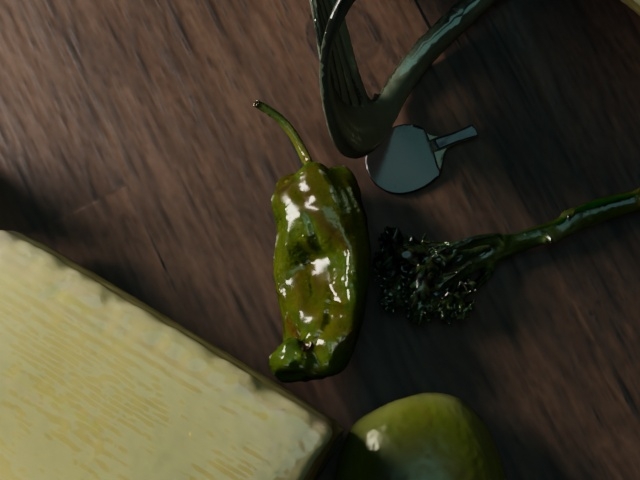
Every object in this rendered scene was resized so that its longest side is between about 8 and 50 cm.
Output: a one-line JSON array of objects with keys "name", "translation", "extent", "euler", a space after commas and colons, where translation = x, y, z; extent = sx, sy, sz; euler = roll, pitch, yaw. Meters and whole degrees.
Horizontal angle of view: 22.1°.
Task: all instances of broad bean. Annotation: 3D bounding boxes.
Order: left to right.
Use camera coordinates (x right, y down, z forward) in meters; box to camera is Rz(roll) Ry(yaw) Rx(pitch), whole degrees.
[{"name": "broad bean", "translation": [0.072, 0.193, 1.102], "extent": [0.124, 0.082, 0.174], "euler": [-20, 69, -1]}]

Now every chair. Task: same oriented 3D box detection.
[{"name": "chair", "translation": [0.023, -0.221, 1.123], "extent": [0.190, 0.203, 0.274], "euler": [-35, 71, 8]}]

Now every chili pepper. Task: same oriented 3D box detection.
[{"name": "chili pepper", "translation": [0.001, -0.001, 1.139], "extent": [0.072, 0.073, 0.204], "euler": [-14, 65, 34]}]

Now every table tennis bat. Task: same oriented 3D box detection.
[{"name": "table tennis bat", "translation": [0.073, -0.064, 1.180], "extent": [0.083, 0.007, 0.050], "euler": [-23, 79, 1]}]

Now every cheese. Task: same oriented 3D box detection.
[{"name": "cheese", "translation": [-0.157, 0.158, 1.095], "extent": [0.265, 0.124, 0.242], "euler": [30, 79, 9]}]

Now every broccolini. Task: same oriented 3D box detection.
[{"name": "broccolini", "translation": [0.159, -0.004, 1.143], "extent": [0.254, 0.057, 0.071], "euler": [-19, 122, 3]}]

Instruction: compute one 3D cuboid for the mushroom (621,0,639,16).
[{"name": "mushroom", "translation": [0.284, -0.236, 1.112], "extent": [0.217, 0.212, 0.292], "euler": [-46, 74, 3]}]
